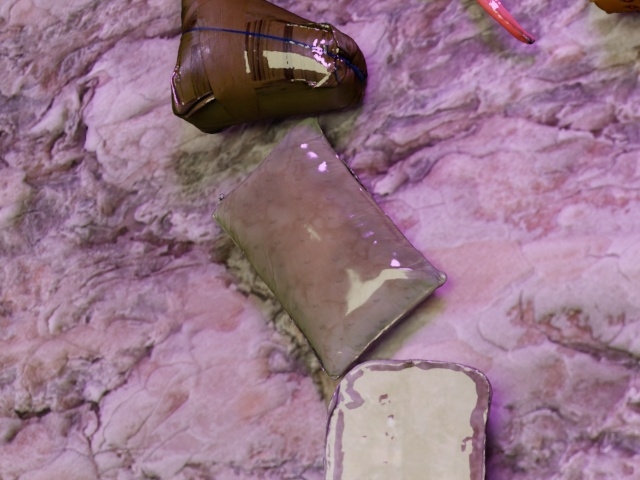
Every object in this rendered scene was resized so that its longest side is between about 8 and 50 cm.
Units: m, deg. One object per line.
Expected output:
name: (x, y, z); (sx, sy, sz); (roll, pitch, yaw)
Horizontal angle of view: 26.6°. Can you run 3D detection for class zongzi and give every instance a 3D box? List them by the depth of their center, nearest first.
zongzi: (-0.067, -0.289, 1.720); (0.260, 0.123, 0.289); (-8, 69, 24)

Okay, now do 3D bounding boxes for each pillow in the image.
pillow: (0.000, 0.000, 1.625); (0.185, 0.075, 0.302); (-44, 60, 11)

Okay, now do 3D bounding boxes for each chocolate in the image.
chocolate: (0.097, 0.282, 1.477); (0.185, 0.100, 0.303); (1, 80, 20)

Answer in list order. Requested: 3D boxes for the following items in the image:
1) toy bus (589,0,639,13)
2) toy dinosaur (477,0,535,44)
toy bus: (0.378, -0.321, 1.458); (0.209, 0.126, 0.136); (-11, 80, 28)
toy dinosaur: (0.155, -0.328, 1.636); (0.139, 0.070, 0.286); (-30, 66, 32)
